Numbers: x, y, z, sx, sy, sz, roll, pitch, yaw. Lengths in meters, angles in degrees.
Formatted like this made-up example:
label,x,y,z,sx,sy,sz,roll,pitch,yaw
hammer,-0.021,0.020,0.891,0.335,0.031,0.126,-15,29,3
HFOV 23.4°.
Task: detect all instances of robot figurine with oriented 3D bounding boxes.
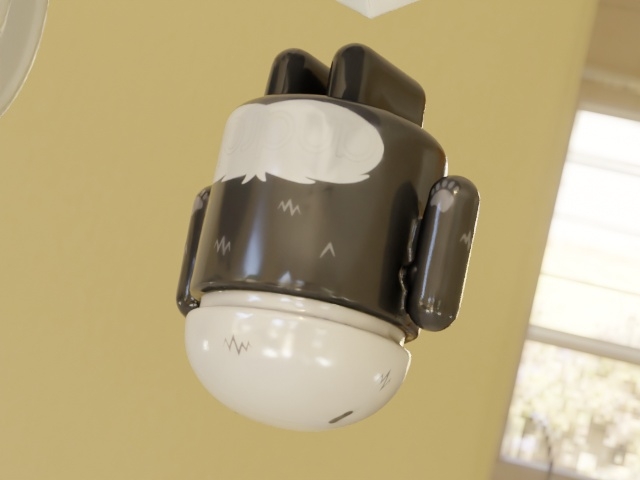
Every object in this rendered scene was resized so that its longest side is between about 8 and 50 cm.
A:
label,x,y,z,sx,sy,sz,roll,pitch,yaw
robot figurine,0.000,0.001,1.131,0.174,0.278,0.209,14,-14,-12

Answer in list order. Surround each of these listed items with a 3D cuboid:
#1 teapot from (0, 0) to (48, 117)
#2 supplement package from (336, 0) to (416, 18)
label,x,y,z,sx,sy,sz,roll,pitch,yaw
teapot,-0.329,-0.198,1.158,0.187,0.252,0.256,13,-14,15
supplement package,0.042,-0.290,0.988,0.198,0.199,0.263,-22,28,-16
